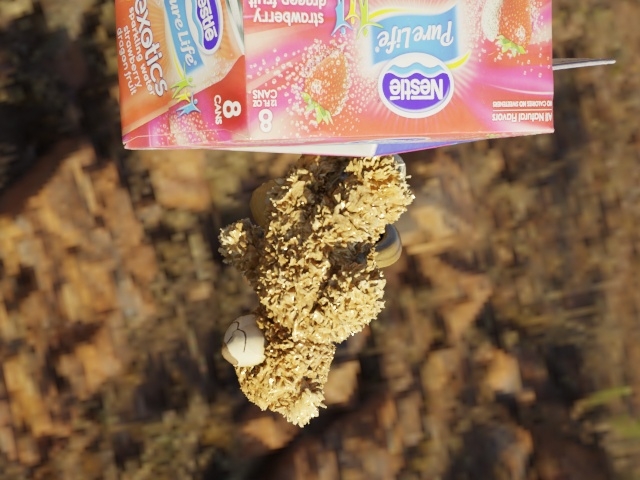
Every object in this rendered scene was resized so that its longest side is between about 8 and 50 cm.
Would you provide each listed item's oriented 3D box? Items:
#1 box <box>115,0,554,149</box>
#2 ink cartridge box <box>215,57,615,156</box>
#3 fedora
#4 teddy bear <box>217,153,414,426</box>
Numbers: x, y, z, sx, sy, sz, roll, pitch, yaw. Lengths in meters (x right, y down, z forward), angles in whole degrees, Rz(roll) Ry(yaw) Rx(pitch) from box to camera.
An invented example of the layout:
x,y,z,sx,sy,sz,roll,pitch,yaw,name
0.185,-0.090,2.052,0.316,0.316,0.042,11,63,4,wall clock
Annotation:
x,y,z,sx,sy,sz,roll,pitch,yaw,name
0.014,-0.121,1.074,0.256,0.122,0.128,-4,93,-42,box
0.031,-0.108,1.402,0.175,0.371,0.069,-11,99,-41,ink cartridge box
0.000,0.000,2.177,0.194,0.194,0.079,-50,164,-58,fedora
-0.018,0.024,1.911,0.113,0.338,0.245,4,38,-49,teddy bear
